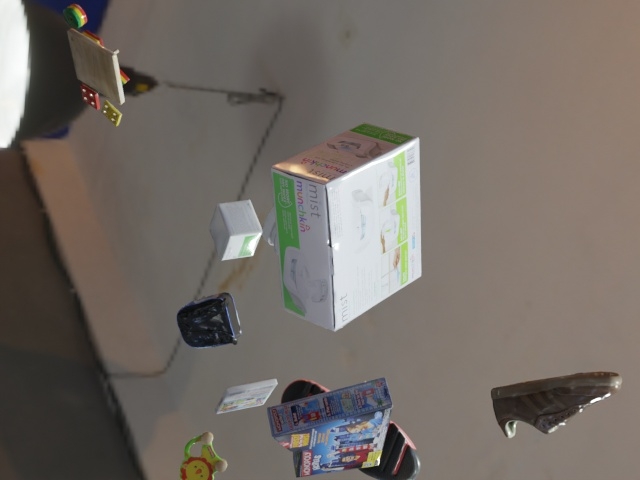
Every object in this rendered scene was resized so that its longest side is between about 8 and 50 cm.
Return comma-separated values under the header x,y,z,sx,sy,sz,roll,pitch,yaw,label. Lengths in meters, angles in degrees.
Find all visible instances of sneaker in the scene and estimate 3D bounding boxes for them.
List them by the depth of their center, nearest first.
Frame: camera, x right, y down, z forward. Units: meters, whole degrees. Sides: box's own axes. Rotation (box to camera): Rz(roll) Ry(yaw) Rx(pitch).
x,y,z,sx,sy,sz,roll,pitch,yaw,label
0.308,0.212,1.438,0.188,0.066,0.071,-16,-99,43,sneaker
0.076,0.368,2.197,0.314,0.136,0.116,30,-87,25,sneaker

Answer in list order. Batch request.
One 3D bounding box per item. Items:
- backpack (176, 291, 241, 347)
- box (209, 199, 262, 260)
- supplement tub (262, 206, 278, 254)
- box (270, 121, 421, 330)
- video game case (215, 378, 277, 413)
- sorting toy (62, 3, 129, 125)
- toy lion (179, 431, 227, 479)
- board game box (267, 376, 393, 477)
x,y,z,sx,sy,sz,roll,pitch,yaw,label
-0.221,0.162,2.228,0.114,0.084,0.105,-13,-82,16,backpack
-0.200,-0.025,2.615,0.102,0.087,0.101,67,-28,29,box
0.000,0.000,2.190,0.200,0.144,0.144,34,-58,16,supplement tub
0.049,-0.024,1.801,0.127,0.231,0.262,21,-53,38,box
-0.128,0.265,1.893,0.122,0.087,0.011,120,-43,-61,video game case
-0.452,-0.361,2.307,0.132,0.046,0.274,32,-33,24,sorting toy
-0.243,0.448,2.239,0.100,0.096,0.034,63,-5,2,toy lion
0.008,0.312,1.829,0.194,0.194,0.060,98,-17,-49,board game box
